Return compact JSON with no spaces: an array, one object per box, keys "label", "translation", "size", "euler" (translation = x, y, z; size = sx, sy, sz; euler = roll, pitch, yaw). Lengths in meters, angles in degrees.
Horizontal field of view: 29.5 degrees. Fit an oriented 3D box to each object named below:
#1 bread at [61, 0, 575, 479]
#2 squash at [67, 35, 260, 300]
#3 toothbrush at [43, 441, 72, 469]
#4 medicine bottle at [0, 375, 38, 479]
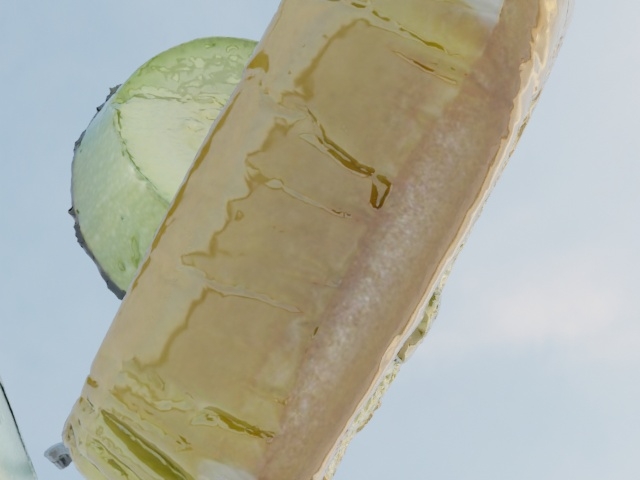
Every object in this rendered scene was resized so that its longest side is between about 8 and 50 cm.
[{"label":"bread","translation":[0.000,0.000,0.519],"size":[0.119,0.152,0.288],"euler":[26,-96,11]},{"label":"squash","translation":[-0.050,-0.051,0.796],"size":[0.220,0.220,0.133],"euler":[12,-32,-18]},{"label":"toothbrush","translation":[-0.258,0.237,1.375],"size":[0.030,0.297,0.030],"euler":[-41,-81,-29]},{"label":"medicine bottle","translation":[-0.397,0.308,1.252],"size":[0.245,0.245,0.290],"euler":[-20,-79,1]}]
